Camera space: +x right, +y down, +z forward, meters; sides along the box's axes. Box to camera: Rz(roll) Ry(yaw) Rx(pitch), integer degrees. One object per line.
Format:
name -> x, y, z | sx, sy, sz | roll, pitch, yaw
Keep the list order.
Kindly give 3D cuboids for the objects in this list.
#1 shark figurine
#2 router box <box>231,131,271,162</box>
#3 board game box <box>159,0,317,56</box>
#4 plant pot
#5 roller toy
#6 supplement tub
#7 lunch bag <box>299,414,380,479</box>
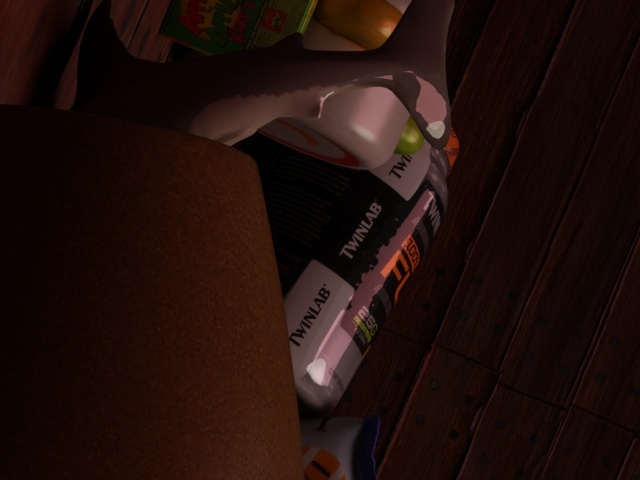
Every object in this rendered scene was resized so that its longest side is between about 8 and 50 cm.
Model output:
shark figurine -> -0.069, -0.080, 0.647 | 0.166, 0.278, 0.116 | 27, 44, -63
router box -> -0.059, -0.181, 1.379 | 0.309, 0.081, 0.243 | 114, -1, -48
board game box -> -0.034, -0.210, 0.891 | 0.043, 0.092, 0.181 | -69, -178, -82
plant pot -> -0.104, 0.083, 0.495 | 0.237, 0.237, 0.254 | 122, -24, -85
roller toy -> -0.006, -0.158, 1.031 | 0.146, 0.191, 0.209 | -66, 157, -4
supplement tub -> 0.000, 0.000, 1.253 | 0.316, 0.193, 0.193 | -59, 178, -19
lunch bag -> -0.120, 0.313, 1.261 | 0.385, 0.327, 0.239 | 108, -21, -63
